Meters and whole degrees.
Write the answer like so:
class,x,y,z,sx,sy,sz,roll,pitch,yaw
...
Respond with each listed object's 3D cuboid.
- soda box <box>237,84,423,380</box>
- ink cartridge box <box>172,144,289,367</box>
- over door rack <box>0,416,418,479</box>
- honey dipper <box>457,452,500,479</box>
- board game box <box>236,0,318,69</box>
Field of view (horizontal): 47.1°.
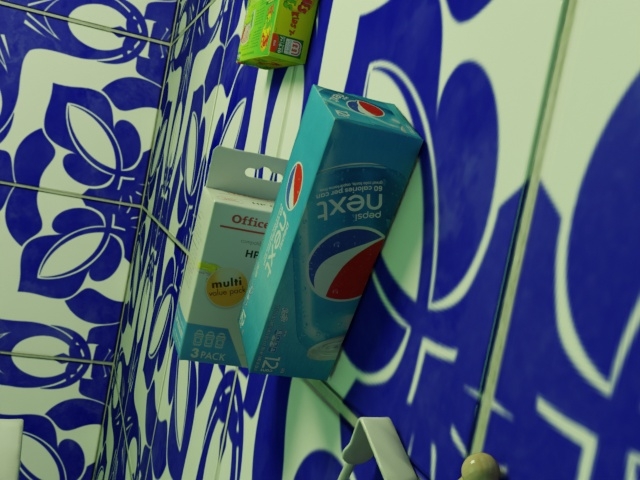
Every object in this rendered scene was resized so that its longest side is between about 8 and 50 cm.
class,x,y,z,sx,sy,sz,roll,pitch,yaw
soda box,0.000,0.000,0.543,0.071,0.067,0.210,-113,37,-57
ink cartridge box,-0.060,0.017,0.648,0.061,0.104,0.181,-136,58,-67
over door rack,-0.110,0.202,0.504,0.324,0.240,0.108,117,149,-41
honey dipper,0.047,0.158,0.392,0.030,0.030,0.160,-101,30,-46
board game box,-0.052,-0.251,0.852,0.181,0.043,0.092,-148,68,-70
